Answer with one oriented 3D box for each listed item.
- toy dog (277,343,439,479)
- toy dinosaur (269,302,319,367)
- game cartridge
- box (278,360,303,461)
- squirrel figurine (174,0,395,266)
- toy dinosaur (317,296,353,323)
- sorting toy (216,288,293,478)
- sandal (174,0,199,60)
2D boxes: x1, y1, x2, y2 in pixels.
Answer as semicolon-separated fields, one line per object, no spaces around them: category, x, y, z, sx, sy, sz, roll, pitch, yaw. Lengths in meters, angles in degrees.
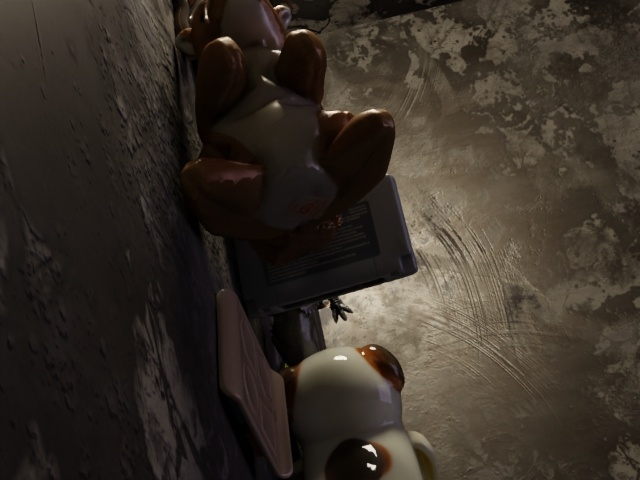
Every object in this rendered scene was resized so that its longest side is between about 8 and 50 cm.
toy dog;0.049;0.377;1.360;0.395;0.284;0.408;54;18;-55
toy dinosaur;-0.048;0.167;1.513;0.160;0.121;0.314;-132;-138;-76
game cartridge;0.000;0.000;1.394;0.062;0.297;0.198;45;31;-64
box;-0.044;0.348;1.654;0.184;0.045;0.191;-109;-175;-84
squirrel figurine;-0.087;-0.179;1.226;0.397;0.281;0.370;78;-12;-63
toy dinosaur;-0.034;0.122;2.127;0.218;0.164;0.322;59;32;-27
sorting toy;-0.096;0.197;1.129;0.193;0.038;0.208;-101;169;-50
sandal;-0.206;-0.388;1.369;0.090;0.060;0.219;64;14;-50
